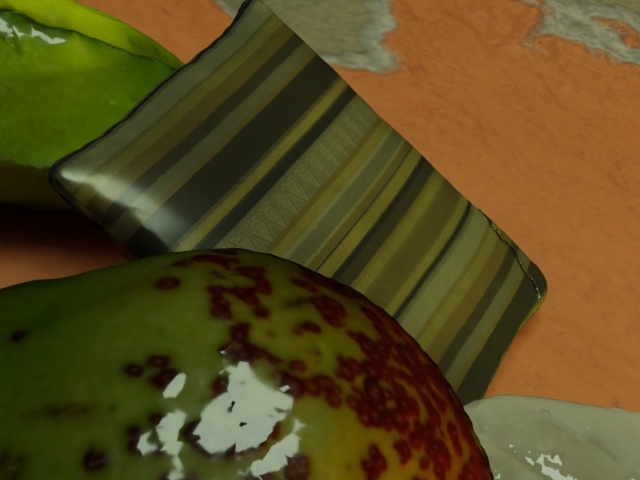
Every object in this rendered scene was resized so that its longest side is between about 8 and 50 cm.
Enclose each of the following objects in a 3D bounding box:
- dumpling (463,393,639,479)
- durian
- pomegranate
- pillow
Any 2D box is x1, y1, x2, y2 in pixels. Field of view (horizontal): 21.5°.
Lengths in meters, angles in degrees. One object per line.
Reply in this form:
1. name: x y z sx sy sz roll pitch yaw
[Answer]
1. dumpling: 0.077 0.129 0.610 0.176 0.092 0.150 4 34 -15
2. durian: -0.160 -0.068 0.801 0.250 0.101 0.139 7 0 -18
3. pomegranate: -0.040 0.125 0.480 0.214 0.214 0.248 -5 62 -31
4. pillow: 0.000 0.000 0.764 0.212 0.052 0.208 46 37 -4
